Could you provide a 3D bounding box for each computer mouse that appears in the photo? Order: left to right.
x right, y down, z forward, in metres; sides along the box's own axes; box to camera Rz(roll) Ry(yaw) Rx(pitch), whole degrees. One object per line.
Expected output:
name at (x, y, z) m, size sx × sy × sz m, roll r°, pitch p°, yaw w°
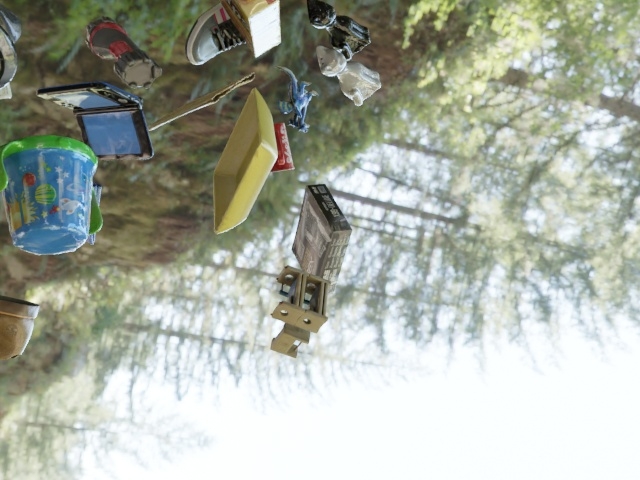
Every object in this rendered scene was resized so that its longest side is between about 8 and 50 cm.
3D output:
computer mouse at (-0.829, -0.531, 1.855) m, size 0.272 × 0.189 × 0.072 m, roll 40°, pitch 29°, yaw -70°

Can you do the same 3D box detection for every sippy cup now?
sippy cup at (-0.638, -0.094, 1.793) m, size 0.240 × 0.306 × 0.224 m, roll -38°, pitch -123°, yaw 48°

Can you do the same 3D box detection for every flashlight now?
flashlight at (-0.487, -0.452, 1.850) m, size 0.103 × 0.103 × 0.304 m, roll -48°, pitch -139°, yaw 7°

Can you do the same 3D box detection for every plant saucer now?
plant saucer at (-0.212, -0.223, 2.206) m, size 0.332 × 0.081 × 0.332 m, roll -60°, pitch -156°, yaw 31°

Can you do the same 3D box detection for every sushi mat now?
sushi mat at (-0.296, -0.337, 1.876) m, size 0.317 × 0.019 × 0.151 m, roll -9°, pitch -156°, yaw 50°

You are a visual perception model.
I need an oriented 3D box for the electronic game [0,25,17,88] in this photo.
electronic game at (-0.764, -0.404, 1.623) m, size 0.229 × 0.229 × 0.048 m, roll 122°, pitch -26°, yaw -43°

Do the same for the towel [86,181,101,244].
towel at (-0.723, -0.125, 2.062) m, size 0.034 × 0.285 × 0.209 m, roll -51°, pitch 164°, yaw -53°

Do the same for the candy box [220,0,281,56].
candy box at (-0.176, -0.576, 1.830) m, size 0.182 × 0.088 × 0.316 m, roll 57°, pitch -2°, yaw 1°

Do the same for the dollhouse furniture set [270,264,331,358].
dollhouse furniture set at (-0.075, 0.181, 1.937) m, size 0.183 × 0.129 × 0.129 m, roll -53°, pitch -159°, yaw 41°

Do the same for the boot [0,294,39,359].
boot at (-0.668, 0.136, 1.364) m, size 0.112 × 0.306 × 0.115 m, roll 92°, pitch 11°, yaw -88°

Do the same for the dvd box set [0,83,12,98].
dvd box set at (-0.977, -0.528, 2.090) m, size 0.420 × 0.062 × 0.307 m, roll -95°, pitch 178°, yaw -76°

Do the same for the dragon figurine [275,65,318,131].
dragon figurine at (-0.089, -0.472, 2.605) m, size 0.144 × 0.085 × 0.289 m, roll -65°, pitch 158°, yaw -7°

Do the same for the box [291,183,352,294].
box at (0.000, 0.000, 2.616) m, size 0.307 × 0.077 × 0.242 m, roll 105°, pitch -32°, yaw -42°

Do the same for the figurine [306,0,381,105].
figurine at (0.044, -0.450, 1.812) m, size 0.092 × 0.209 × 0.214 m, roll -21°, pitch -111°, yaw 28°

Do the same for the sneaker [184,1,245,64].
sneaker at (-0.217, -0.569, 2.075) m, size 0.179 × 0.123 × 0.295 m, roll 22°, pitch -117°, yaw 32°

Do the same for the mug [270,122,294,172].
mug at (-0.150, -0.333, 2.737) m, size 0.150 × 0.113 × 0.169 m, roll -2°, pitch -81°, yaw 52°

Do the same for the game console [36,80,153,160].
game console at (-0.685, -0.357, 2.328) m, size 0.293 × 0.250 × 0.173 m, roll 1°, pitch -98°, yaw 32°
